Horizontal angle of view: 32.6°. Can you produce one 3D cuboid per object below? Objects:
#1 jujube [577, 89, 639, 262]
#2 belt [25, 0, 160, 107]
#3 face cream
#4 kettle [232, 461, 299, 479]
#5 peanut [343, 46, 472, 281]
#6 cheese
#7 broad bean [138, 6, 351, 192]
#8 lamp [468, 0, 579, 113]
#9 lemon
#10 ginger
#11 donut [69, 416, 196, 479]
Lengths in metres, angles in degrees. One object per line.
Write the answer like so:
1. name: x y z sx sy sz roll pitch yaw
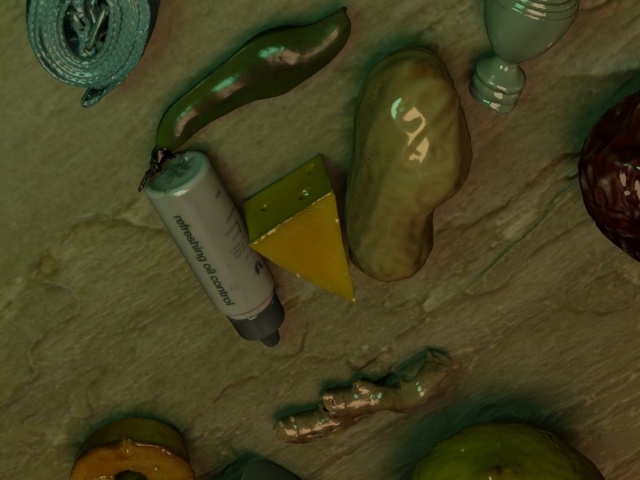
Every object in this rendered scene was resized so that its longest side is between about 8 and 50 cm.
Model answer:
1. jujube: 0.465 -0.050 1.379 0.216 0.216 0.342 -32 130 16
2. belt: -0.247 -0.250 1.192 0.163 0.082 0.147 -35 113 26
3. face cream: -0.121 0.028 1.415 0.092 0.092 0.311 -20 128 8
4. kettle: -0.168 0.511 1.677 0.318 0.205 0.265 -40 156 21
5. peanut: 0.105 -0.081 1.334 0.147 0.147 0.319 1 124 -8
6. cheese: 0.000 0.000 1.407 0.126 0.093 0.171 -31 125 12
7. broad bean: -0.099 -0.177 1.285 0.325 0.067 0.075 -32 94 18
8. lamp: 0.226 -0.239 1.260 0.106 0.106 0.193 7 135 -13
9. lemon: 0.279 0.458 1.641 0.349 0.350 0.387 -14 134 3
10. ginger: 0.061 0.235 1.613 0.288 0.075 0.089 -25 121 16
11. donut: -0.281 0.336 1.638 0.174 0.075 0.190 31 121 -28
